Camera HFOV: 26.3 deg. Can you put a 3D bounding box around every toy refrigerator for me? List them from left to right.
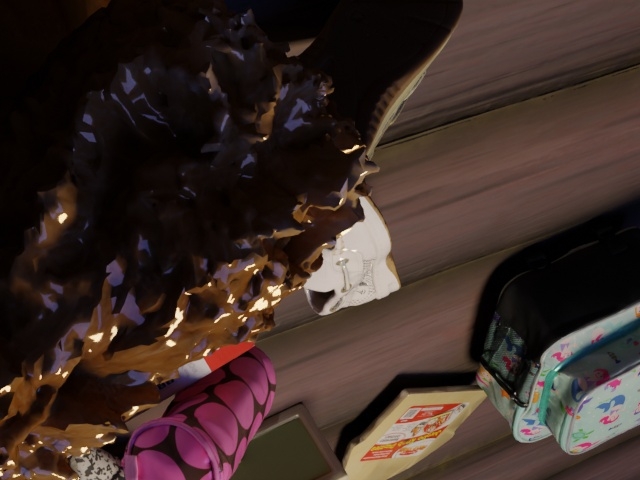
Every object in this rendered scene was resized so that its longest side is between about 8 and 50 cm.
[{"bbox_3d":[-0.113,0.283,1.448,0.270,0.102,0.094,-23,149,-18],"label":"toy refrigerator"}]

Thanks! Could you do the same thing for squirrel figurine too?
[{"bbox_3d":[-0.158,-0.051,0.625,0.370,0.397,0.281,-26,143,-41],"label":"squirrel figurine"}]

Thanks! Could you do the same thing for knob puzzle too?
[{"bbox_3d":[0.095,0.235,1.660,0.213,0.030,0.213,-26,150,-16],"label":"knob puzzle"}]

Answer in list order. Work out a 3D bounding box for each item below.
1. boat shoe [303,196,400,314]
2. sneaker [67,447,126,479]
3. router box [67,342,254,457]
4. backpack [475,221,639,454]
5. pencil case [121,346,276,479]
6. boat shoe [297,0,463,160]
[{"bbox_3d":[0.000,0.000,1.142,0.096,0.098,0.277,-33,152,-4],"label":"boat shoe"},{"bbox_3d":[-0.322,0.327,1.270,0.410,0.158,0.182,-46,132,-12],"label":"sneaker"},{"bbox_3d":[-0.227,0.058,1.015,0.301,0.082,0.335,-31,151,-6],"label":"router box"},{"bbox_3d":[0.299,0.129,1.563,0.225,0.191,0.253,-23,154,-21],"label":"backpack"},{"bbox_3d":[-0.106,0.160,1.195,0.209,0.098,0.095,-52,148,-73],"label":"pencil case"},{"bbox_3d":[-0.001,-0.079,0.960,0.285,0.104,0.089,-45,168,-22],"label":"boat shoe"}]
